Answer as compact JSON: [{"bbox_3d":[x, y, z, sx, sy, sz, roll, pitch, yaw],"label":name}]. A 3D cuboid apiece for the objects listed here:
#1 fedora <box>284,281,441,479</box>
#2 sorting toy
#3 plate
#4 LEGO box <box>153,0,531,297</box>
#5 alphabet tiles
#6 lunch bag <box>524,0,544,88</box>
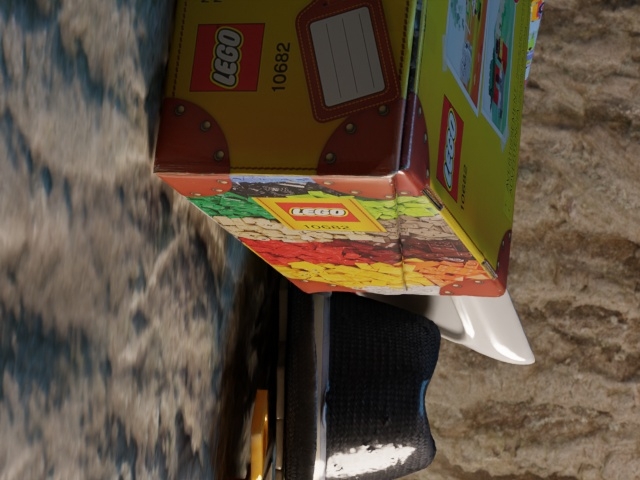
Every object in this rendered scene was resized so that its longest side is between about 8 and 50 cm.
[{"bbox_3d":[0.042,0.154,1.761,0.334,0.153,0.334,2,90,-90],"label":"fedora"},{"bbox_3d":[-0.076,0.298,1.683,0.196,0.047,0.347,-79,172,-68],"label":"sorting toy"},{"bbox_3d":[0.074,-0.002,1.780,0.045,0.277,0.278,-40,127,-21],"label":"plate"},{"bbox_3d":[0.047,-0.234,1.442,0.372,0.193,0.500,43,51,-66],"label":"LEGO box"},{"bbox_3d":[-0.041,0.175,1.862,0.285,0.011,0.342,-88,180,-68],"label":"alphabet tiles"},{"bbox_3d":[0.123,-0.295,2.127,0.293,0.138,0.221,47,-35,34],"label":"lunch bag"}]
